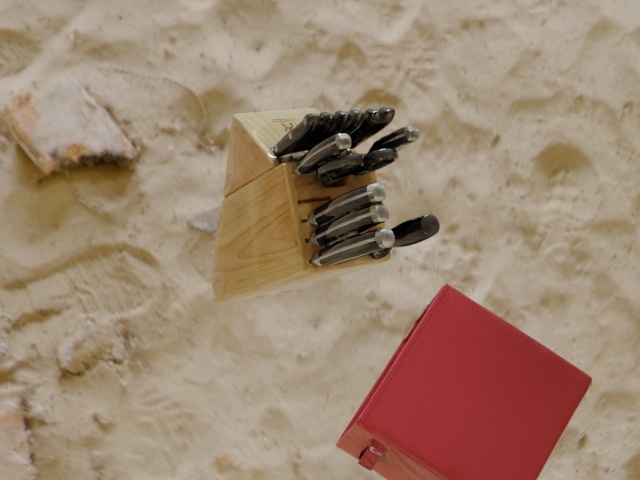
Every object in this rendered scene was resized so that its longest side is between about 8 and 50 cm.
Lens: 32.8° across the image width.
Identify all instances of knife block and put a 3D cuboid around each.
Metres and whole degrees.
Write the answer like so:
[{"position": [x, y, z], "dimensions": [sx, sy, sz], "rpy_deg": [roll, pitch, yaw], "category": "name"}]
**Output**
[{"position": [0.000, 0.000, 0.939], "dimensions": [0.088, 0.275, 0.242], "rpy_deg": [-8, 38, -26], "category": "knife block"}]

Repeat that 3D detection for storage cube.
[{"position": [0.154, 0.196, 1.223], "dimensions": [0.193, 0.183, 0.215], "rpy_deg": [32, 71, 5], "category": "storage cube"}]
